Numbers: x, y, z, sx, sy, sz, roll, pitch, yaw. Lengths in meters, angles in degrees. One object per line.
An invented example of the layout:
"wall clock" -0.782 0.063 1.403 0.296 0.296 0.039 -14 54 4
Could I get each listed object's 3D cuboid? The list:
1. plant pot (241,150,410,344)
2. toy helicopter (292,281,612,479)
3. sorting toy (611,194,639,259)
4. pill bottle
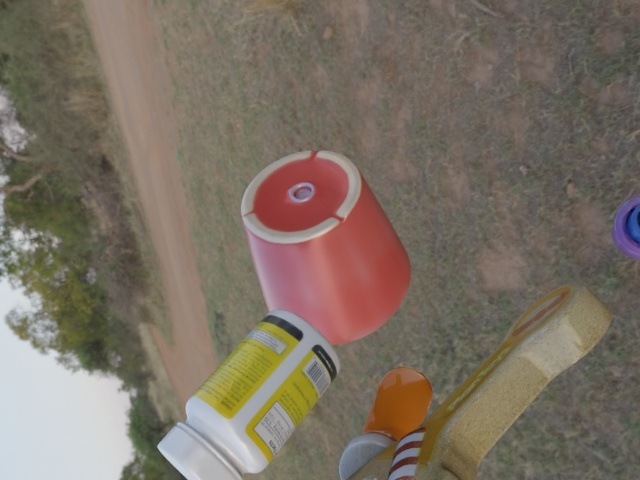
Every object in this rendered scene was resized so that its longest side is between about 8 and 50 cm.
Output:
"plant pot" 0.000 0.000 0.891 0.275 0.275 0.243 51 169 42
"toy helicopter" 0.087 0.166 0.410 0.140 0.355 0.235 47 169 8
"sorting toy" 0.446 0.034 0.441 0.365 0.126 0.127 23 91 24
"pill bottle" -0.081 0.193 0.628 0.119 0.208 0.119 31 148 22
